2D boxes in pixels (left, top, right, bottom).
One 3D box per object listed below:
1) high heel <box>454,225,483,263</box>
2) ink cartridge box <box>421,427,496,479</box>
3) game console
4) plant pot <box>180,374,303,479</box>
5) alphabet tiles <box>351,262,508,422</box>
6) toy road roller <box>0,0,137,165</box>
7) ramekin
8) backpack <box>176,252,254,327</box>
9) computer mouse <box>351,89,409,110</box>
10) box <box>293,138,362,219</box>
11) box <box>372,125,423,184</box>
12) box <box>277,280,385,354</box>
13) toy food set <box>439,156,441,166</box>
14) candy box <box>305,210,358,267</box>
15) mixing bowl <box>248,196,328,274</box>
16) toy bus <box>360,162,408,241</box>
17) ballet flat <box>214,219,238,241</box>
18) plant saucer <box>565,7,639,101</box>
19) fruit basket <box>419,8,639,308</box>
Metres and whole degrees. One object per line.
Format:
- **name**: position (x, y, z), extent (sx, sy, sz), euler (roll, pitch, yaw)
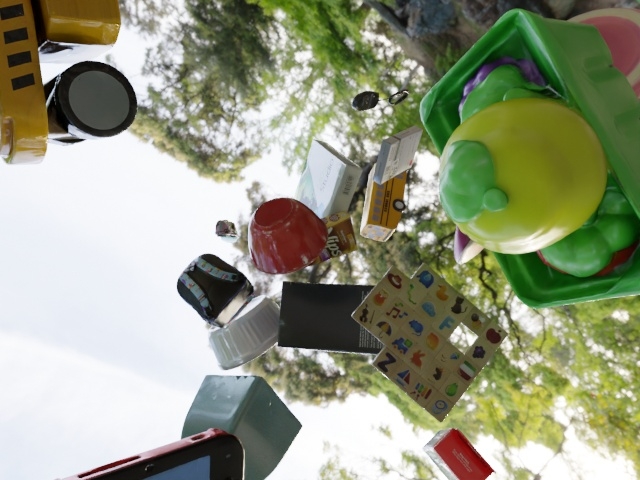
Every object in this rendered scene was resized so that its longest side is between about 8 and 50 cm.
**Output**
- **high heel**: position (0.439, -0.093, 1.402), extent (0.127, 0.377, 0.181), euler (-21, -127, -23)
- **ink cartridge box**: position (0.349, 0.563, 1.198), extent (0.134, 0.078, 0.231), euler (47, 166, 20)
- **game console**: position (-0.312, 0.544, 0.832), extent (0.387, 0.060, 0.342), euler (-3, -85, -39)
- **plant pot**: position (-0.249, 0.563, 1.330), extent (0.247, 0.248, 0.252), euler (57, -138, -27)
- **alphabet tiles**: position (0.180, 0.164, 0.815), extent (0.237, 0.198, 0.009), euler (40, 173, 1)
- **toy road roller**: position (-0.387, -0.258, 0.567), extent (0.241, 0.202, 0.329), euler (-12, -76, -41)
- **ramekin**: position (-0.234, 0.283, 1.484), extent (0.127, 0.273, 0.273), euler (59, -153, -6)
- **backpack**: position (-0.283, 0.126, 1.231), extent (0.173, 0.158, 0.117), euler (32, 165, 25)
- **computer mouse**: position (0.205, -0.494, 1.608), extent (0.242, 0.071, 0.041), euler (-17, -126, -29)
- **box**: position (0.009, -0.159, 1.412), extent (0.058, 0.232, 0.322), euler (12, -161, -22)
- **box**: position (0.248, -0.276, 1.492), extent (0.038, 0.145, 0.186), euler (35, -135, 27)
- **box**: position (0.079, 0.225, 1.335), extent (0.343, 0.313, 0.179), euler (39, -126, -72)
- **toy food set**: position (0.460, -0.261, 1.649), extent (0.039, 0.132, 0.192), euler (-11, -150, -15)
- **candy box**: position (0.000, 0.000, 1.267), extent (0.053, 0.187, 0.109), euler (-119, 11, -59)
- **mixing bowl**: position (-0.084, -0.027, 0.991), extent (0.181, 0.181, 0.098), euler (-100, -10, -48)
- **toy bus**: position (0.235, -0.165, 1.681), extent (0.130, 0.108, 0.332), euler (14, -118, -6)
- **ballet flat**: position (-0.360, -0.040, 1.797), extent (0.221, 0.077, 0.079), euler (85, -175, -83)
- **plant saucer**: position (0.576, -0.368, 1.000), extent (0.084, 0.332, 0.332), euler (33, -152, -46)
- **fruit basket**: position (0.256, -0.078, 0.593), extent (0.392, 0.283, 0.392), euler (5, -105, -17)
